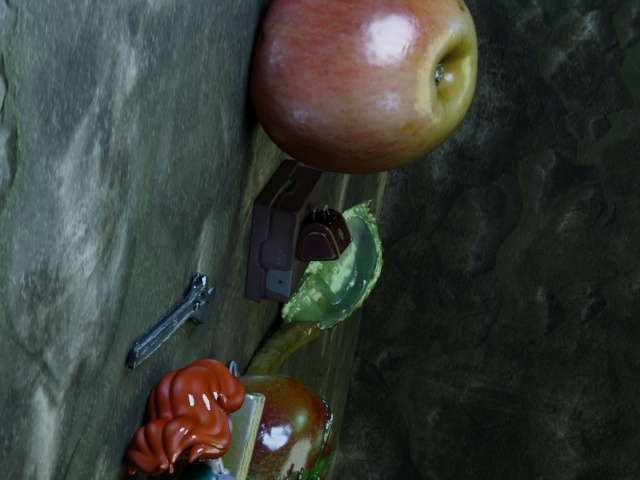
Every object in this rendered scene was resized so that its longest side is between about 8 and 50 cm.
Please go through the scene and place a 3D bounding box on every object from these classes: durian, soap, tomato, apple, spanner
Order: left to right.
[{"bbox_3d":[-0.214,0.119,1.571,0.325,0.026,0.093,-46,149,-69],"label":"spanner"},{"bbox_3d":[-0.184,0.340,1.689,0.073,0.140,0.232,33,71,-77],"label":"soap"},{"bbox_3d":[-0.115,0.382,1.863,0.303,0.239,0.303,15,90,-76],"label":"tomato"},{"bbox_3d":[0.029,0.085,2.508,0.394,0.163,0.198,-48,163,-24],"label":"durian"},{"bbox_3d":[0.078,-0.278,1.734,0.364,0.364,0.363,13,90,-81],"label":"apple"}]

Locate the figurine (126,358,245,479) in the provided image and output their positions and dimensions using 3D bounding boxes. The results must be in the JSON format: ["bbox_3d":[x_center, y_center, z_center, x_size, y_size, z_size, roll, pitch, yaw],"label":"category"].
[{"bbox_3d":[-0.179,0.311,1.544,0.181,0.208,0.257,-15,-90,59],"label":"figurine"}]

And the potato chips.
[{"bbox_3d":[-0.100,0.259,2.277,0.407,0.080,0.057,-48,163,-59],"label":"potato chips"}]

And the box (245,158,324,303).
[{"bbox_3d":[-0.066,-0.017,2.073,0.215,0.086,0.215,-61,162,-59],"label":"box"}]

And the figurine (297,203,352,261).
[{"bbox_3d":[0.006,-0.025,2.038,0.154,0.082,0.098,-54,135,-67],"label":"figurine"}]

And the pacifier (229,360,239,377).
[{"bbox_3d":[-0.142,0.267,2.046,0.099,0.078,0.081,83,0,-62],"label":"pacifier"}]
